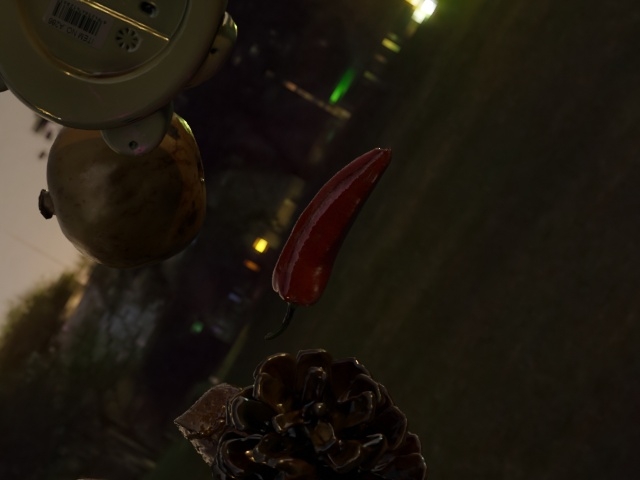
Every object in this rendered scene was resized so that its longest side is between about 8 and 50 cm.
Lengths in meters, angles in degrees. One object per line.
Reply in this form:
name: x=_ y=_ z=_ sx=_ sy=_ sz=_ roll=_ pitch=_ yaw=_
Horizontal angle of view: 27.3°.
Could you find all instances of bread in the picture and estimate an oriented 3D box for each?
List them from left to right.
bread: x=-0.108 y=0.334 z=2.130 sx=0.135 sy=0.232 sz=0.246 roll=-54 pitch=-22 yaw=-9

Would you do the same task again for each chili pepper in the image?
chili pepper: x=0.000 y=0.000 z=1.535 sx=0.272 sy=0.071 sz=0.063 roll=-62 pitch=32 yaw=14

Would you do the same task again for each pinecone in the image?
pinecone: x=-0.007 y=0.243 z=1.410 sx=0.244 sy=0.244 sz=0.309 roll=-63 pitch=-27 yaw=-47

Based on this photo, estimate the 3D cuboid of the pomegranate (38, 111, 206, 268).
pomegranate: x=-0.249 y=-0.071 z=1.654 sx=0.215 sy=0.215 sz=0.215 roll=-59 pitch=4 yaw=6

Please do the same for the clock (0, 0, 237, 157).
clock: x=-0.219 y=-0.260 z=1.355 sx=0.114 sy=0.284 sz=0.309 roll=-86 pitch=22 yaw=-64

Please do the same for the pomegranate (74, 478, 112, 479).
pomegranate: x=-0.271 y=0.452 z=1.686 sx=0.322 sy=0.322 sz=0.322 roll=-59 pitch=4 yaw=6
